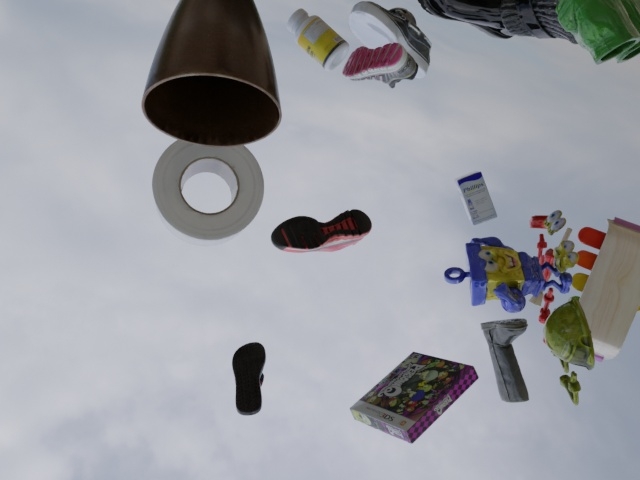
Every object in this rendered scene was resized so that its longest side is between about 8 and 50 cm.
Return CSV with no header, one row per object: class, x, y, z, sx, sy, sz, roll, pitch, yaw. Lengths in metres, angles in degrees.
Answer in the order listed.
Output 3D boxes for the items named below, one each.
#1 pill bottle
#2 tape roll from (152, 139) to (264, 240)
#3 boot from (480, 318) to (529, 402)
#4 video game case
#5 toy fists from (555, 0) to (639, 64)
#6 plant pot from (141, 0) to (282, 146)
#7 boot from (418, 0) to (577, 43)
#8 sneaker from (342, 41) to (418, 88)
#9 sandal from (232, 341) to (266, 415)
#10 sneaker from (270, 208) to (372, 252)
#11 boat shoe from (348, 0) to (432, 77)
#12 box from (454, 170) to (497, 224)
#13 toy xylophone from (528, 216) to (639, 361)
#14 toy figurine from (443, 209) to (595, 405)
pill bottle,-0.011,-0.598,1.857,0.184,0.103,0.103,44,-147,7
tape roll,-0.261,-0.113,1.446,0.246,0.246,0.169,17,173,-11
boot,0.482,0.304,1.582,0.076,0.189,0.209,-8,-98,-11
video game case,0.212,0.352,1.441,0.232,0.042,0.210,-35,-162,-27
toy fists,0.492,-0.384,1.092,0.279,0.096,0.142,-20,-100,-48
plant pot,-0.170,-0.304,1.012,0.215,0.215,0.231,8,-111,-24
boot,0.401,-0.518,1.334,0.347,0.131,0.260,5,-165,-33
sneaker,0.106,-0.300,1.101,0.074,0.063,0.170,26,171,-35
sandal,-0.140,0.273,1.230,0.067,0.040,0.179,-4,-141,0
sneaker,0.001,0.000,1.890,0.313,0.136,0.116,-8,-119,-19
boat shoe,0.171,-0.477,1.424,0.108,0.102,0.301,15,177,40
box,0.438,-0.122,1.775,0.126,0.072,0.137,-43,-67,-80
toy xylophone,0.608,0.095,1.376,0.236,0.323,0.081,30,-174,12
toy figurine,0.327,0.100,1.111,0.217,0.191,0.363,3,-140,4
